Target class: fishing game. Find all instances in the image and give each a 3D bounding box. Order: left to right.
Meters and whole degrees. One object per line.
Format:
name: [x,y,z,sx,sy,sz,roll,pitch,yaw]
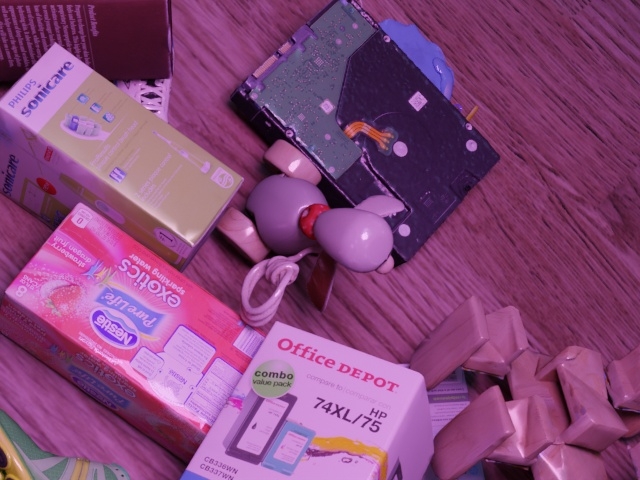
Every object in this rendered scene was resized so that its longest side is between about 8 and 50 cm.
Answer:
fishing game: [0.118,-0.250,1.771,0.264,0.041,0.189,39,59,-10]

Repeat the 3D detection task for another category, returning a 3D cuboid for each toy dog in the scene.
toy dog: [0.000,0.000,1.491,0.161,0.220,0.333,41,12,-31]

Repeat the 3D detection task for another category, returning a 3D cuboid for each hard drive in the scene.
hard drive: [0.067,-0.159,1.664,0.339,0.064,0.237,46,66,-6]

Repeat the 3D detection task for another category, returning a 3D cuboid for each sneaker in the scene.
sneaker: [-0.292,0.300,1.345,0.295,0.109,0.123,42,34,4]
sneaker: [-0.239,-0.220,1.592,0.085,0.086,0.237,4,67,-21]

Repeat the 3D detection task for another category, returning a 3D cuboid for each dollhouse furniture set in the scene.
dollhouse furniture set: [0.298,0.327,1.493,0.362,0.256,0.394,16,44,-28]

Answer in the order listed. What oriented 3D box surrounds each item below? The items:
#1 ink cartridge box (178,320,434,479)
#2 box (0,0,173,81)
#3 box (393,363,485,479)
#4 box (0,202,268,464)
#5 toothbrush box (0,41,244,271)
ink cartridge box: [-0.016,0.274,1.332,0.198,0.197,0.270,18,58,22]
box: [-0.378,-0.303,1.463,0.381,0.191,0.143,0,66,-6]
box: [0.136,0.257,1.551,0.145,0.038,0.186,-1,67,-22]
box: [-0.224,0.118,1.413,0.300,0.142,0.154,35,60,-3]
toothbrush box: [-0.263,-0.077,1.448,0.283,0.206,0.122,37,60,-3]
